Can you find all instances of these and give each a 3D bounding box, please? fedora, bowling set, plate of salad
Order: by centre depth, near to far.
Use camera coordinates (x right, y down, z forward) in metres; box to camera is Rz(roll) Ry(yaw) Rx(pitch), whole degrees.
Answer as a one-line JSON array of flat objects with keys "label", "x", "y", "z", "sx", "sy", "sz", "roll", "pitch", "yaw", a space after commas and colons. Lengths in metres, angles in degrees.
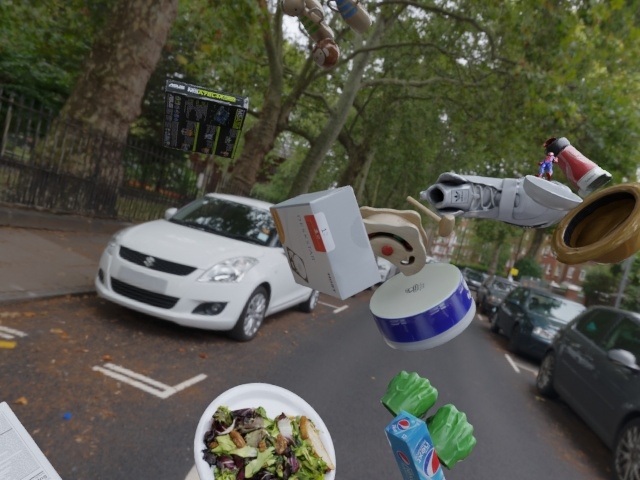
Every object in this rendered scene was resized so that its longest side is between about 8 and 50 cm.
[{"label": "plate of salad", "x": -0.067, "y": 0.273, "z": 0.566, "sx": 0.199, "sy": 0.048, "sz": 0.200, "roll": 19, "pitch": 32, "yaw": -13}, {"label": "fedora", "x": 0.530, "y": -0.016, "z": 0.774, "sx": 0.079, "sy": 0.194, "sz": 0.194, "roll": 38, "pitch": -3, "yaw": -11}, {"label": "bowling set", "x": 0.012, "y": -0.446, "z": 0.777, "sx": 0.286, "sy": 0.200, "sz": 0.154, "roll": -5, "pitch": -25, "yaw": 41}]

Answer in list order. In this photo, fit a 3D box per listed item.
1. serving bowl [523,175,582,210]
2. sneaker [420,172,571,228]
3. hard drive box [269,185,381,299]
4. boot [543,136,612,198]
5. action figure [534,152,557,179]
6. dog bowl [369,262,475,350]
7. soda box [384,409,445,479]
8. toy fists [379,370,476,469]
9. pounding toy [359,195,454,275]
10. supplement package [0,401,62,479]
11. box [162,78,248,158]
[{"label": "serving bowl", "x": 0.335, "y": -0.065, "z": 0.617, "sx": 0.083, "sy": 0.027, "sz": 0.083, "roll": 16, "pitch": 27, "yaw": -8}, {"label": "sneaker", "x": 0.445, "y": -0.106, "z": 1.117, "sx": 0.210, "sy": 0.138, "sz": 0.365, "roll": -3, "pitch": 11, "yaw": -32}, {"label": "hard drive box", "x": 0.000, "y": 0.000, "z": 0.819, "sx": 0.089, "sy": 0.181, "sz": 0.232, "roll": -23, "pitch": 10, "yaw": -22}, {"label": "boot", "x": 0.709, "y": -0.212, "z": 1.177, "sx": 0.244, "sy": 0.088, "sz": 0.176, "roll": 6, "pitch": 44, "yaw": -54}, {"label": "action figure", "x": 0.529, "y": -0.176, "z": 0.980, "sx": 0.038, "sy": 0.030, "sz": 0.115, "roll": -11, "pitch": 25, "yaw": 43}, {"label": "dog bowl", "x": 0.270, "y": 0.171, "z": 1.133, "sx": 0.264, "sy": 0.104, "sz": 0.265, "roll": -25, "pitch": 15, "yaw": 7}, {"label": "soda box", "x": 0.219, "y": 0.498, "z": 0.953, "sx": 0.067, "sy": 0.210, "sz": 0.071, "roll": -32, "pitch": 21, "yaw": -30}, {"label": "toy fists", "x": 0.311, "y": 0.503, "z": 1.208, "sx": 0.279, "sy": 0.142, "sz": 0.096, "roll": 41, "pitch": -18, "yaw": 26}, {"label": "pounding toy", "x": 0.206, "y": -0.015, "z": 1.105, "sx": 0.269, "sy": 0.154, "sz": 0.155, "roll": 7, "pitch": 36, "yaw": 13}, {"label": "supplement package", "x": -0.507, "y": 0.438, "z": 0.619, "sx": 0.262, "sy": 0.199, "sz": 0.198, "roll": 39, "pitch": 34, "yaw": 17}, {"label": "box", "x": -0.284, "y": -0.286, "z": 1.020, "sx": 0.183, "sy": 0.045, "sz": 0.191, "roll": 4, "pitch": -29, "yaw": -20}]
